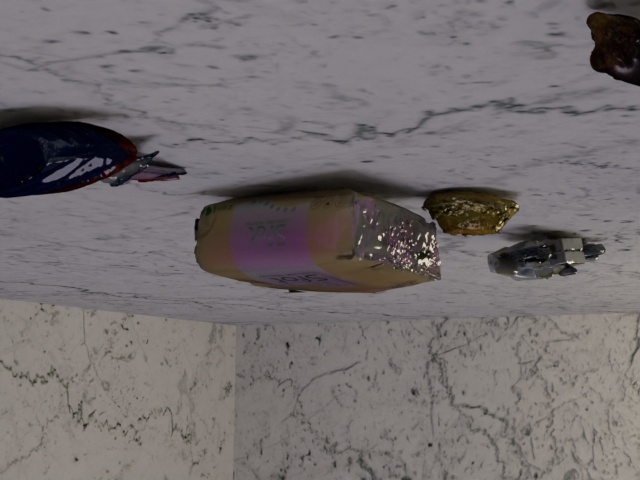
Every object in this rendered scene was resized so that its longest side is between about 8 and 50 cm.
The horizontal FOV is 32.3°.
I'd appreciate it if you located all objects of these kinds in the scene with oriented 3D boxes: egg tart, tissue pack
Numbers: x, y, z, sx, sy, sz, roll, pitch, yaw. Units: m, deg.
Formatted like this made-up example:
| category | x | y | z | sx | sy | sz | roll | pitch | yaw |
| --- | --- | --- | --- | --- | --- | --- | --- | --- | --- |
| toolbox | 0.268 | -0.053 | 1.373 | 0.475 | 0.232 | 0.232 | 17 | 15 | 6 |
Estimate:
| category | x | y | z | sx | sy | sz | roll | pitch | yaw |
| --- | --- | --- | --- | --- | --- | --- | --- | --- | --- |
| egg tart | 0.195 | -0.034 | 1.437 | 0.130 | 0.052 | 0.130 | 4 | 171 | 1 |
| tissue pack | 0.000 | 0.000 | 1.429 | 0.257 | 0.123 | 0.215 | -7 | 167 | 38 |

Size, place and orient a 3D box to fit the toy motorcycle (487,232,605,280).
| category | x | y | z | sx | sy | sz | roll | pitch | yaw |
| --- | --- | --- | --- | --- | --- | --- | --- | --- | --- |
| toy motorcycle | 0.353 | 0.028 | 1.779 | 0.151 | 0.074 | 0.229 | -15 | 172 | 43 |

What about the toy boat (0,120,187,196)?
| category | x | y | z | sx | sy | sz | roll | pitch | yaw |
| --- | --- | --- | --- | --- | --- | --- | --- | --- | --- |
| toy boat | -0.271 | -0.081 | 1.169 | 0.219 | 0.072 | 0.318 | -3 | -179 | 3 |

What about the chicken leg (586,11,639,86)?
| category | x | y | z | sx | sy | sz | roll | pitch | yaw |
| --- | --- | --- | --- | --- | --- | --- | --- | --- | --- |
| chicken leg | 0.348 | -0.100 | 0.847 | 0.407 | 0.096 | 0.158 | 7 | 165 | -26 |
